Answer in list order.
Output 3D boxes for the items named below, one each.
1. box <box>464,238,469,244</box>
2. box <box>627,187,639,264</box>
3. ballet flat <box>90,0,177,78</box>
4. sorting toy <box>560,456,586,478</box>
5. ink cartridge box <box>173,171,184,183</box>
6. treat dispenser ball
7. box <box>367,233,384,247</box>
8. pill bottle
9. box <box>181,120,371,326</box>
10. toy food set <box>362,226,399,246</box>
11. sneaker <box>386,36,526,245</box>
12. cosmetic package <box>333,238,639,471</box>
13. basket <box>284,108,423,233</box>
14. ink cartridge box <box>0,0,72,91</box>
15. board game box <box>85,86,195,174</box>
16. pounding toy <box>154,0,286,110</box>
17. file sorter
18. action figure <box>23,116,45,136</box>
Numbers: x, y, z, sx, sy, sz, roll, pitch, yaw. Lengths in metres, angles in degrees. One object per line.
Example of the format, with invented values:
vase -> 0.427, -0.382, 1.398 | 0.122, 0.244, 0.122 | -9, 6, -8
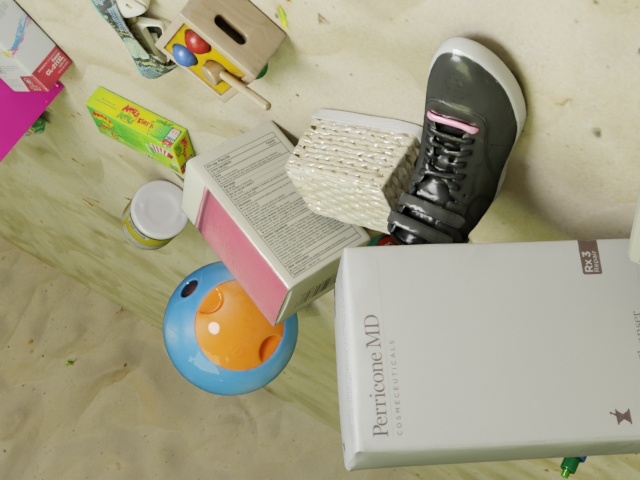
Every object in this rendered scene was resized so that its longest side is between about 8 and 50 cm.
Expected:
box -> 0.160, -0.022, 1.100 | 0.067, 0.018, 0.083 | 9, 149, 46
box -> 0.330, -0.068, 0.647 | 0.113, 0.094, 0.275 | 22, 157, 24
ballet flat -> -0.239, -0.290, 1.026 | 0.070, 0.070, 0.188 | 20, 158, 30
sorting toy -> 0.340, 0.330, 1.491 | 0.365, 0.126, 0.127 | 30, 159, 9
ink cartridge box -> -0.162, -0.008, 1.400 | 0.232, 0.066, 0.189 | 31, -171, -47
treat dispenser ball -> -0.192, 0.186, 1.692 | 0.288, 0.288, 0.288 | 28, 159, 12
box -> 0.000, 0.000, 1.319 | 0.244, 0.060, 0.100 | 21, 158, 29
pill bottle -> -0.347, -0.045, 1.632 | 0.119, 0.119, 0.208 | 37, 160, -12
box -> -0.068, -0.025, 1.104 | 0.232, 0.148, 0.127 | 51, 151, 16
toy food set -> 0.101, 0.033, 1.161 | 0.232, 0.111, 0.104 | 62, 150, -2
sneaker -> 0.136, -0.073, 0.840 | 0.104, 0.147, 0.296 | 26, 157, 21
cosmetic package -> 0.210, 0.122, 0.845 | 0.384, 0.217, 0.156 | -3, 158, -7
basket -> 0.053, -0.084, 0.992 | 0.167, 0.103, 0.113 | 17, 154, 37
ink cartridge box -> -0.516, -0.330, 1.293 | 0.127, 0.072, 0.175 | 12, 152, 43
board game box -> -0.308, -0.188, 1.359 | 0.181, 0.043, 0.092 | 27, 158, 13
pounding toy -> -0.112, -0.218, 0.928 | 0.141, 0.100, 0.130 | 39, 159, -17
file sorter -> -0.654, -0.229, 1.417 | 0.202, 0.291, 0.182 | 43, 159, -27
action figure -> -0.650, -0.258, 1.668 | 0.232, 0.063, 0.137 | 13, 157, 41
